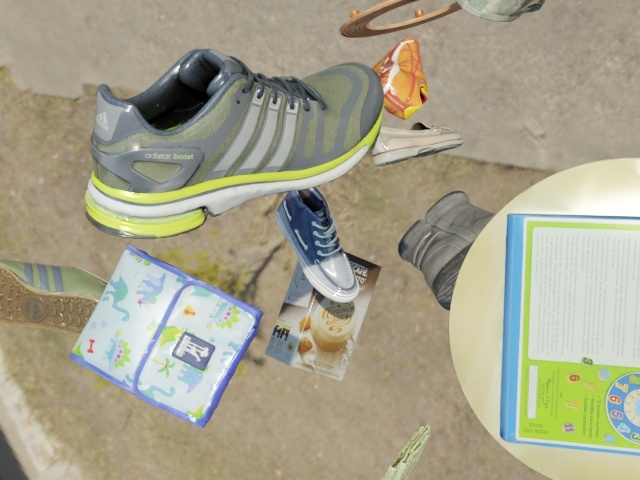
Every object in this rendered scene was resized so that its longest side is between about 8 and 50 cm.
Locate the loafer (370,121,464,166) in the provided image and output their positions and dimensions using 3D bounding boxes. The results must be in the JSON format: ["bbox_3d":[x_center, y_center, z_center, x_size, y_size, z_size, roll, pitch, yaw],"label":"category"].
[{"bbox_3d":[0.096,-0.102,0.844,0.045,0.125,0.039,-17,90,48],"label":"loafer"}]

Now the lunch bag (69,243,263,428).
[{"bbox_3d":[-0.147,0.094,0.838,0.151,0.129,0.096,26,176,15],"label":"lunch bag"}]

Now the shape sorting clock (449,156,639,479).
[{"bbox_3d":[0.181,0.054,0.508,0.206,0.040,0.206,3,100,15],"label":"shape sorting clock"}]

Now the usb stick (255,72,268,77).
[{"bbox_3d":[-0.165,-0.151,1.393,0.045,0.278,0.077,32,-176,-28],"label":"usb stick"}]

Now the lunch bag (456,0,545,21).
[{"bbox_3d":[0.344,-0.519,1.478,0.169,0.287,0.235,35,123,12],"label":"lunch bag"}]

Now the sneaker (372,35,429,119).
[{"bbox_3d":[0.098,-0.192,1.018,0.067,0.175,0.064,41,124,-14],"label":"sneaker"}]

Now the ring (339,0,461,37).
[{"bbox_3d":[0.199,-0.494,1.789,0.336,0.336,0.032,-12,95,48],"label":"ring"}]

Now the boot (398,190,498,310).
[{"bbox_3d":[0.304,-0.040,1.573,0.118,0.338,0.223,52,-175,-34],"label":"boot"}]

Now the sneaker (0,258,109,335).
[{"bbox_3d":[-0.315,0.058,0.972,0.192,0.086,0.064,15,104,6],"label":"sneaker"}]

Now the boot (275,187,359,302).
[{"bbox_3d":[0.000,0.000,1.263,0.190,0.069,0.086,52,147,17],"label":"boot"}]

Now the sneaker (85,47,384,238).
[{"bbox_3d":[-0.058,-0.104,0.714,0.111,0.300,0.121,36,138,34],"label":"sneaker"}]

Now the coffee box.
[{"bbox_3d":[0.006,0.140,1.712,0.141,0.247,0.098,22,174,-34],"label":"coffee box"}]

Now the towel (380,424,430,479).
[{"bbox_3d":[0.113,0.344,1.251,0.027,0.110,0.148,35,128,16],"label":"towel"}]
